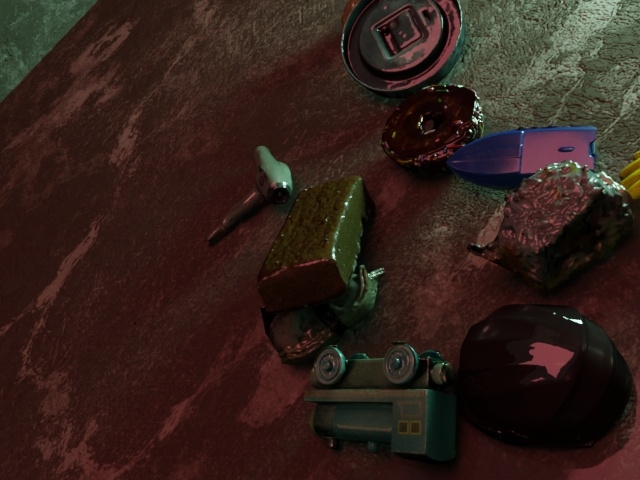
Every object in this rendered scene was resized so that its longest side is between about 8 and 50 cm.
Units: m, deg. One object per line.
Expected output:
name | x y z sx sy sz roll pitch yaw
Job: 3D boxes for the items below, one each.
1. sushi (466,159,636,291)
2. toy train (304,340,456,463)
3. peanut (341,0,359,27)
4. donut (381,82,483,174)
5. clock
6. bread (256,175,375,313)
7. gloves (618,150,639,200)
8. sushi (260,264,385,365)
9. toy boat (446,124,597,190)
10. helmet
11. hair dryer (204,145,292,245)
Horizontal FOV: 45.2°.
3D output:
sushi | 0.410 -0.019 1.346 0.274 0.184 0.139 -40 44 1
toy train | 0.100 0.283 1.344 0.298 0.120 0.194 -10 70 41
peanut | 0.188 -0.628 2.004 0.298 0.120 0.136 -22 43 20
donut | 0.251 -0.236 1.681 0.235 0.089 0.235 -17 48 20
clock | 0.199 -0.493 1.865 0.312 0.061 0.313 -7 72 23
bread | 0.000 0.000 1.533 0.165 0.113 0.417 -18 21 19
gloves | 0.668 -0.142 1.355 0.294 0.116 0.133 -19 20 31
sushi | 0.024 0.154 1.523 0.272 0.134 0.109 -23 59 -4
toy boat | 0.393 -0.159 1.521 0.295 0.088 0.129 0 71 26
helmet | 0.331 0.201 1.237 0.305 0.177 0.225 -2 58 30
hair dryer | -0.181 -0.130 1.897 0.267 0.092 0.229 -29 38 24
